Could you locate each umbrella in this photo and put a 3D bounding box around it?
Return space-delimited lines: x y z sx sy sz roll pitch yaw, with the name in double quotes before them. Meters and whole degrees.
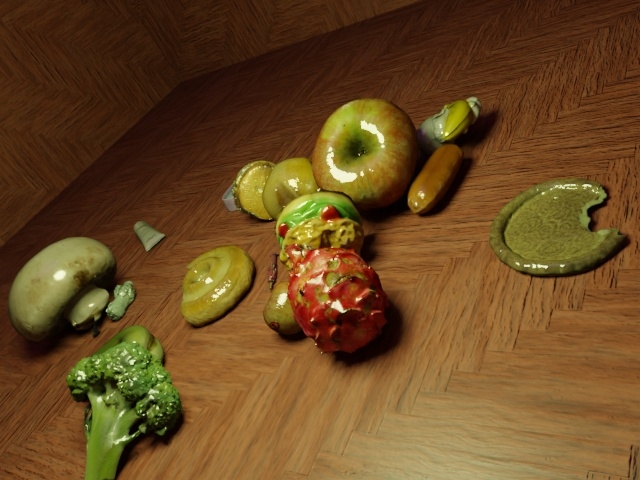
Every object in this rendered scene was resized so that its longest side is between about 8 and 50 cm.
"umbrella" -0.131 0.078 1.572 0.027 0.025 0.165 -43 24 24
"umbrella" -0.619 0.184 1.804 0.062 0.067 0.143 -52 20 44

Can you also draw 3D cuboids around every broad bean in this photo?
"broad bean" -0.527 0.304 1.499 0.263 0.121 0.189 -22 29 19

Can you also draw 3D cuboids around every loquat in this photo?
"loquat" -0.063 -0.133 1.641 0.213 0.213 0.213 -22 32 15

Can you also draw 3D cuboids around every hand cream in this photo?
"hand cream" -0.635 -0.022 2.126 0.087 0.054 0.186 -44 40 -12

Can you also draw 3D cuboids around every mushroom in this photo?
"mushroom" -0.769 0.168 1.793 0.362 0.295 0.362 -51 1 1

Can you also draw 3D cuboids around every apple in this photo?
"apple" 0.123 -0.212 1.521 0.278 0.250 0.309 31 83 18
"apple" -0.072 0.154 1.323 0.102 0.126 0.126 23 50 6

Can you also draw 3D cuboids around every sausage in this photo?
"sausage" 0.291 -0.158 1.479 0.098 0.098 0.238 1 45 41

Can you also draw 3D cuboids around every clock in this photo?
"clock" -0.269 -0.170 2.015 0.110 0.050 0.152 -5 40 36

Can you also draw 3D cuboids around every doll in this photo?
"doll" 0.337 -0.301 1.623 0.252 0.111 0.237 -50 16 -32

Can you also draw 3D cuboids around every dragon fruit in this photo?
"dragon fruit" 0.025 0.107 1.204 0.210 0.205 0.268 -19 55 -39

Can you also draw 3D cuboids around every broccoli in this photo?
"broccoli" -0.424 0.378 1.302 0.254 0.186 0.301 -24 75 7

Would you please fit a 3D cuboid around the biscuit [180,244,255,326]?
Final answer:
"biscuit" -0.287 0.102 1.608 0.213 0.091 0.274 -30 29 6

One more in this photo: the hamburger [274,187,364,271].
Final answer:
"hamburger" 0.000 0.000 1.389 0.237 0.237 0.148 -22 51 14

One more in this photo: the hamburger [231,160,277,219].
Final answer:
"hamburger" -0.185 -0.153 1.806 0.191 0.181 0.118 -41 16 -2

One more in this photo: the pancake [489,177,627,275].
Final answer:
"pancake" 0.487 -0.034 1.193 0.288 0.033 0.286 -43 32 -20
